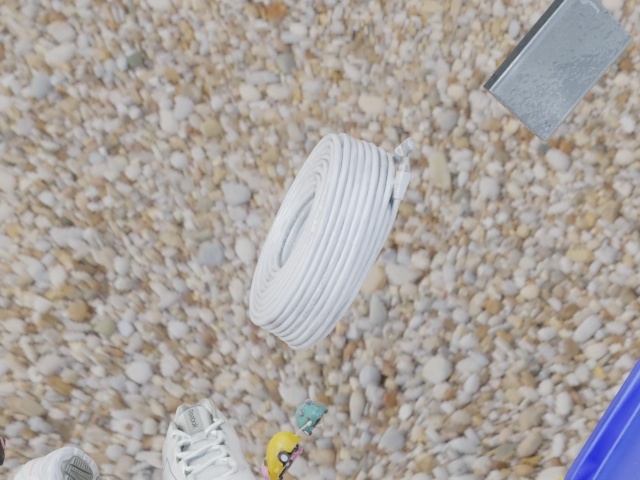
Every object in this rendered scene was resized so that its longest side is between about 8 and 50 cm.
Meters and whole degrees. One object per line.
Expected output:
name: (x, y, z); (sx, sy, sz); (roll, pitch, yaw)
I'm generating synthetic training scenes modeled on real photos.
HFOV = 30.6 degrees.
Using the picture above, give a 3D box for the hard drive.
hard drive: (0.235, -0.176, 1.153); (0.094, 0.022, 0.135); (35, 97, -33)

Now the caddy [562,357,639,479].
caddy: (0.222, 0.088, 0.393); (0.179, 0.241, 0.341); (36, 82, -3)

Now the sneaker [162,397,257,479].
sneaker: (-0.111, 0.228, 1.100); (0.111, 0.297, 0.129); (-12, 94, -13)

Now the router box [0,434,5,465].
router box: (-0.448, 0.236, 1.402); (0.092, 0.122, 0.038); (-17, 46, 10)

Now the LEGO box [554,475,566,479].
LEGO box: (0.302, 0.338, 0.747); (0.373, 0.500, 0.193); (-21, 112, 5)

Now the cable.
cable: (0.000, 0.000, 1.372); (0.089, 0.257, 0.257); (24, 74, -14)

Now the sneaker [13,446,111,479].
sneaker: (-0.332, 0.364, 1.618); (0.115, 0.232, 0.090); (-10, 40, 30)

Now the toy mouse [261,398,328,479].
toy mouse: (-0.033, 0.234, 1.377); (0.031, 0.143, 0.161); (34, 115, 9)
